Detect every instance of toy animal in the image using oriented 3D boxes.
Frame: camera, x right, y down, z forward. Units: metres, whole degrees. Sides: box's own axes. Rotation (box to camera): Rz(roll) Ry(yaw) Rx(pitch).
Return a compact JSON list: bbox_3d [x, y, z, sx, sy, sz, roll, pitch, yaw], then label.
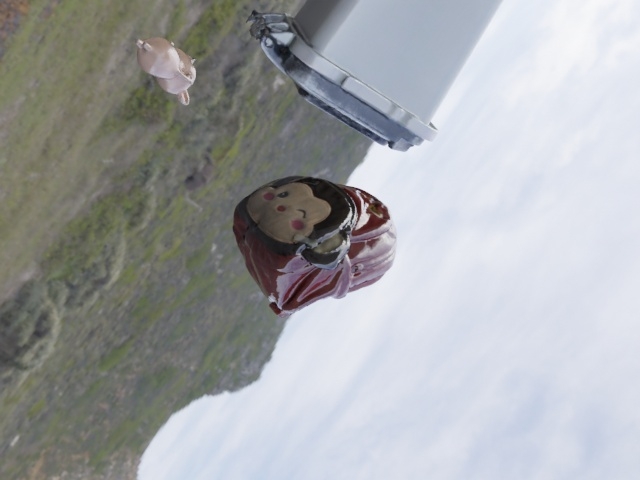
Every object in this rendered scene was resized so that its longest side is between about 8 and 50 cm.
[{"bbox_3d":[-0.274,-0.310,1.249,0.089,0.150,0.083,-14,-115,13],"label":"toy animal"}]

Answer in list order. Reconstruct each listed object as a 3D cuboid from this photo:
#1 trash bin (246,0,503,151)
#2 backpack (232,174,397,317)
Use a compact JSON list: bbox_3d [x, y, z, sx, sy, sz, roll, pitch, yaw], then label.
[{"bbox_3d":[0.103,-0.353,1.009,0.367,0.296,0.256,-54,-158,20],"label":"trash bin"},{"bbox_3d":[0.000,-0.002,0.975,0.229,0.229,0.139,-69,163,-53],"label":"backpack"}]
